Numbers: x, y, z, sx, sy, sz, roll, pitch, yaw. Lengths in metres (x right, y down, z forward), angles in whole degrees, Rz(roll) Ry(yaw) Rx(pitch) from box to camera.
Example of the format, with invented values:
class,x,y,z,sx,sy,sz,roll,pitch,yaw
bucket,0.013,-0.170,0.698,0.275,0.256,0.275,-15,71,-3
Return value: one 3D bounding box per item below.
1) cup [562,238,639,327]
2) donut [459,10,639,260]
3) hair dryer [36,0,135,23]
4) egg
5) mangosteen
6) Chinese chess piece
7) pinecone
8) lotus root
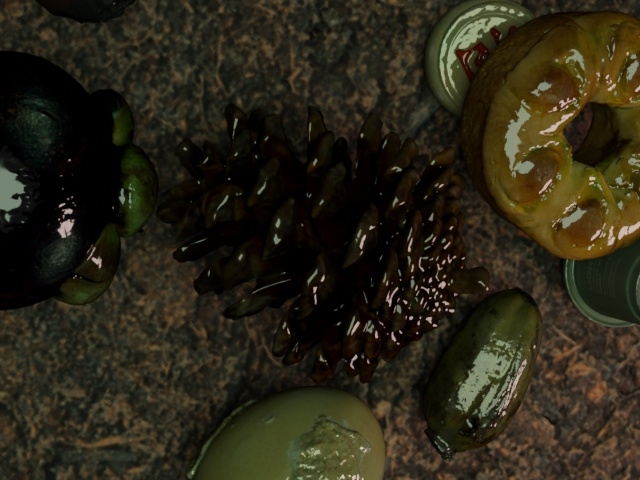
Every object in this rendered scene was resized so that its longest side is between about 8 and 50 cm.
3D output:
class,x,y,z,sx,sy,sz,roll,pitch,yaw
cup,0.303,0.031,1.375,0.120,0.141,0.120,-1,96,-11
donut,0.236,-0.100,1.317,0.226,0.114,0.227,-5,105,-21
hair dryer,-0.349,-0.259,1.268,0.340,0.123,0.312,-38,91,8
egg,-0.032,0.220,1.338,0.201,0.164,0.164,-39,102,-5
mangosteen,-0.257,-0.050,1.244,0.243,0.243,0.243,-1,98,-9
Chinese chess piece,0.158,-0.170,1.369,0.122,0.051,0.122,-1,97,-9
pinecone,0.000,0.000,1.290,0.309,0.244,0.244,26,93,10
lotus root,0.157,0.129,1.394,0.089,0.080,0.179,29,88,2
